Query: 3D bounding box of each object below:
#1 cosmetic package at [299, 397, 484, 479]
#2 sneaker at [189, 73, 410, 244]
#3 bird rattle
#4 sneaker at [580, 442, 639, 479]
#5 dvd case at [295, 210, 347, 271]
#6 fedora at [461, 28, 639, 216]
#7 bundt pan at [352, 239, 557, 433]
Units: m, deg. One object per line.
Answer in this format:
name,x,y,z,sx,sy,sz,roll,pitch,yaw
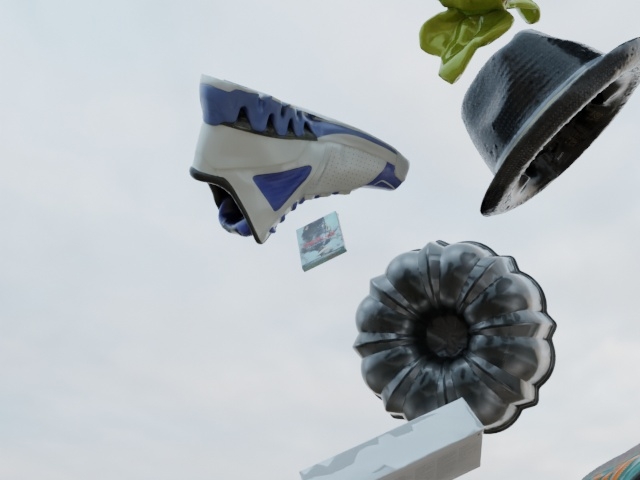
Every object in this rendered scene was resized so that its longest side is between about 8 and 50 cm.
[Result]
cosmetic package,0.096,0.298,0.931,0.239,0.060,0.099,-20,-44,-13
sneaker,-0.047,-0.085,0.923,0.315,0.127,0.182,12,-76,-41
bird rattle,0.137,-0.258,0.580,0.207,0.143,0.253,34,-25,-5
sneaker,0.293,0.261,0.654,0.121,0.108,0.302,-22,-34,-49
dvd case,0.000,0.000,1.290,0.087,0.119,0.013,-26,-53,11
fedora,0.293,-0.184,0.984,0.334,0.152,0.334,-37,-18,-15
bundt pan,0.196,0.150,1.109,0.330,0.331,0.124,-13,-14,19
